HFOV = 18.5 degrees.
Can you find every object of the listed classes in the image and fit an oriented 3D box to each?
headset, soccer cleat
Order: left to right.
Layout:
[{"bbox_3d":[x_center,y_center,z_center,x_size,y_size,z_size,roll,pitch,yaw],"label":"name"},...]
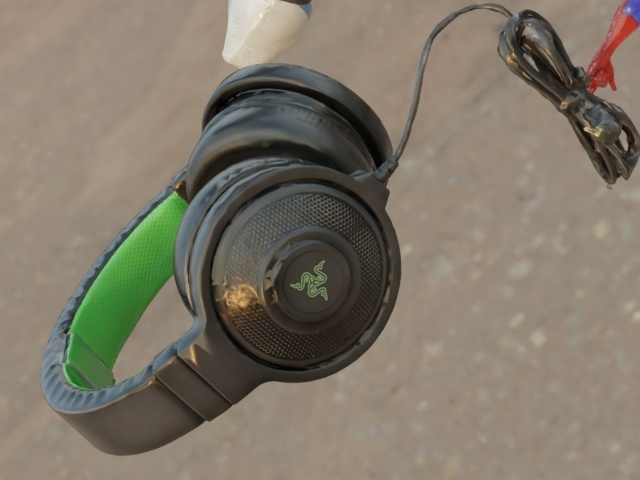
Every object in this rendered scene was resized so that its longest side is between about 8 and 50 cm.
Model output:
[{"bbox_3d":[-0.053,-0.299,2.314,0.143,0.116,0.331,-62,2,27],"label":"soccer cleat"},{"bbox_3d":[0.000,0.000,1.231,0.394,0.185,0.243,-38,24,19],"label":"headset"}]

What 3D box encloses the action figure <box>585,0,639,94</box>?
[{"bbox_3d":[0.193,-0.170,1.143,0.091,0.280,0.139,19,70,36],"label":"action figure"}]
